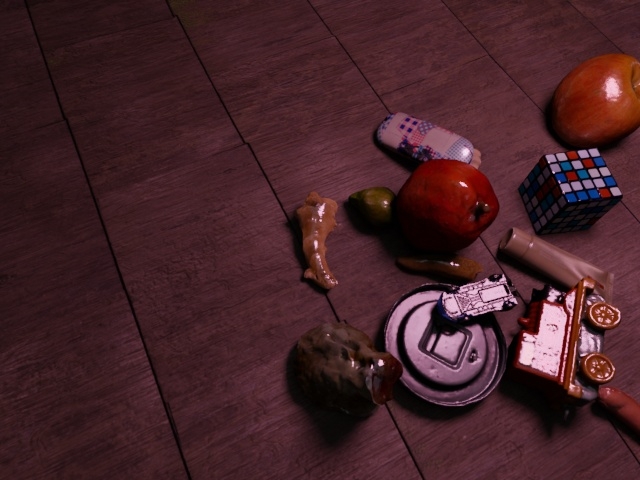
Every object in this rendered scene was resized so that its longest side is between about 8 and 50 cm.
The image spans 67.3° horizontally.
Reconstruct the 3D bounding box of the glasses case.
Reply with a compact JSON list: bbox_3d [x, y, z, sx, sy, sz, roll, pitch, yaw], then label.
[{"bbox_3d":[0.326,-0.309,1.522,0.327,0.076,0.125,31,91,28],"label":"glasses case"}]

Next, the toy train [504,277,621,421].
[{"bbox_3d":[0.617,0.272,1.240,0.231,0.163,0.369,16,63,14],"label":"toy train"}]

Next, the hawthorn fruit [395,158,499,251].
[{"bbox_3d":[0.356,-0.099,1.320,0.265,0.307,0.266,0,91,-18],"label":"hawthorn fruit"}]

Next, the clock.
[{"bbox_3d":[0.321,0.273,1.267,0.324,0.067,0.325,1,63,-3],"label":"clock"}]

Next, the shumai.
[{"bbox_3d":[0.060,0.294,1.168,0.271,0.204,0.222,20,63,11],"label":"shumai"}]

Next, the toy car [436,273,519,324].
[{"bbox_3d":[0.409,0.158,1.258,0.216,0.063,0.103,-15,63,-5],"label":"toy car"}]

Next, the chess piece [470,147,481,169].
[{"bbox_3d":[0.466,-0.197,1.507,0.094,0.094,0.171,0,67,-4],"label":"chess piece"}]

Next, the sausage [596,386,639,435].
[{"bbox_3d":[0.824,0.470,1.196,0.304,0.078,0.078,39,67,14],"label":"sausage"}]

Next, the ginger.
[{"bbox_3d":[0.000,0.000,1.385,0.131,0.086,0.295,-4,71,-16],"label":"ginger"}]

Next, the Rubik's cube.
[{"bbox_3d":[0.742,-0.146,1.441,0.184,0.187,0.182,-6,63,-8],"label":"Rubik's cube"}]

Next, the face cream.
[{"bbox_3d":[0.693,0.073,1.393,0.341,0.084,0.137,28,55,3],"label":"face cream"}]

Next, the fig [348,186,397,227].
[{"bbox_3d":[0.151,-0.103,1.427,0.156,0.123,0.123,8,61,19],"label":"fig"}]

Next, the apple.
[{"bbox_3d":[0.921,-0.464,1.570,0.301,0.302,0.302,1,63,-3],"label":"apple"}]

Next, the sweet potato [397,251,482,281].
[{"bbox_3d":[0.343,0.069,1.369,0.243,0.077,0.077,10,63,1],"label":"sweet potato"}]
